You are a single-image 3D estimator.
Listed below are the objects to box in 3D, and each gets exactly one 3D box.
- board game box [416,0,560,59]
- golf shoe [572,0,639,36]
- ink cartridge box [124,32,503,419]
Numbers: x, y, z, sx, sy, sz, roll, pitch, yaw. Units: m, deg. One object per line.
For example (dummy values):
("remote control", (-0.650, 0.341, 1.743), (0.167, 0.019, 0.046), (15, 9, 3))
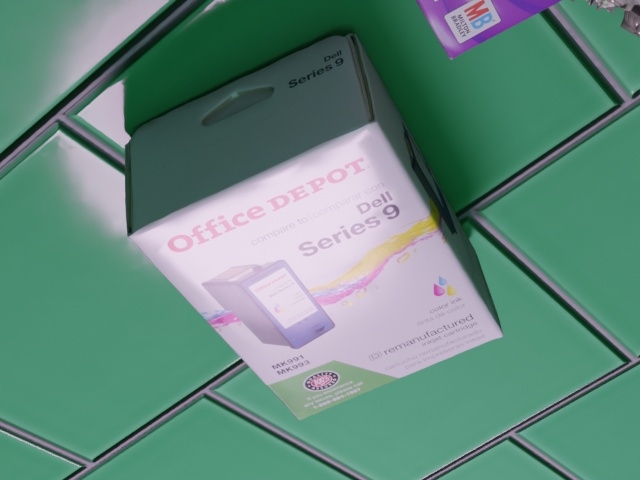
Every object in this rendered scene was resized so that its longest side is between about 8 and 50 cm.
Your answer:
("board game box", (0.132, -0.223, 0.423), (0.275, 0.142, 0.144), (-27, 134, 14))
("golf shoe", (0.168, -0.159, 0.565), (0.176, 0.069, 0.086), (17, 108, -30))
("ink cartridge box", (0.000, 0.000, 0.652), (0.154, 0.093, 0.212), (-24, 133, 12))
